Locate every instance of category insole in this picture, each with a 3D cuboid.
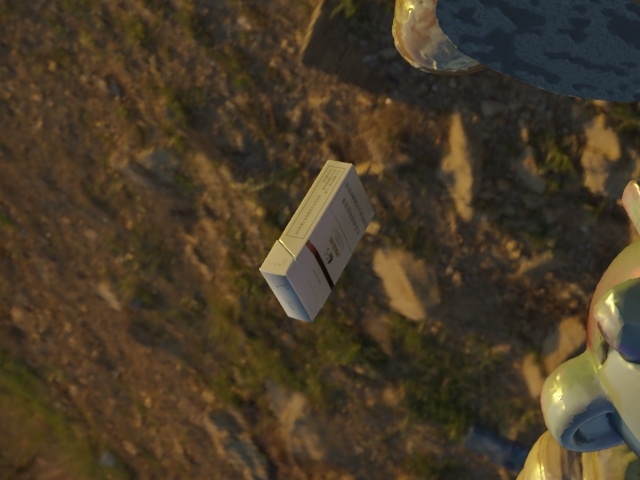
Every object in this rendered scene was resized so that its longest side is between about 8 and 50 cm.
[{"bbox_3d":[0.146,-0.083,0.514,0.193,0.006,0.065,13,143,5],"label":"insole"}]

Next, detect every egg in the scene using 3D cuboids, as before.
[{"bbox_3d":[0.209,-0.337,1.598,0.203,0.245,0.203,44,-171,-8],"label":"egg"}]

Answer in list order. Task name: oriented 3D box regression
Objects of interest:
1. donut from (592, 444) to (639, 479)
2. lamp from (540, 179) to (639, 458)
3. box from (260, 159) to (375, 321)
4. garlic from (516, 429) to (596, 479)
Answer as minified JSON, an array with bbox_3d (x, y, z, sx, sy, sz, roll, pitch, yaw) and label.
[{"bbox_3d":[0.314,0.212,1.024,0.128,0.208,0.261,-11,174,17],"label":"donut"},{"bbox_3d":[0.276,0.016,0.699,0.247,0.247,0.301,-3,137,-19],"label":"lamp"},{"bbox_3d":[0.000,0.000,1.217,0.040,0.154,0.084,14,148,31],"label":"box"},{"bbox_3d":[0.395,0.381,1.497,0.317,0.259,0.317,13,137,12],"label":"garlic"}]
